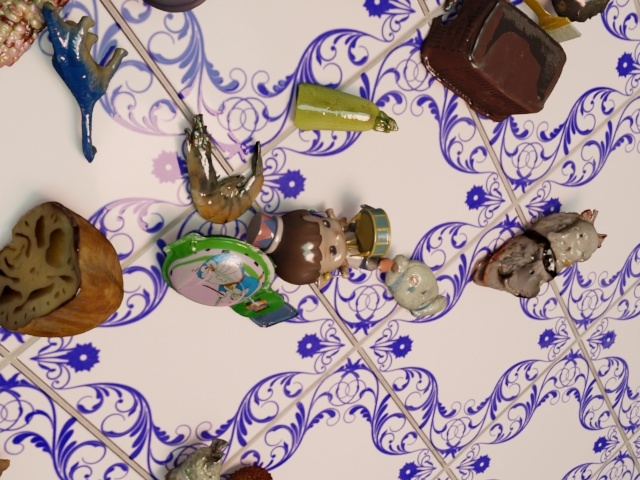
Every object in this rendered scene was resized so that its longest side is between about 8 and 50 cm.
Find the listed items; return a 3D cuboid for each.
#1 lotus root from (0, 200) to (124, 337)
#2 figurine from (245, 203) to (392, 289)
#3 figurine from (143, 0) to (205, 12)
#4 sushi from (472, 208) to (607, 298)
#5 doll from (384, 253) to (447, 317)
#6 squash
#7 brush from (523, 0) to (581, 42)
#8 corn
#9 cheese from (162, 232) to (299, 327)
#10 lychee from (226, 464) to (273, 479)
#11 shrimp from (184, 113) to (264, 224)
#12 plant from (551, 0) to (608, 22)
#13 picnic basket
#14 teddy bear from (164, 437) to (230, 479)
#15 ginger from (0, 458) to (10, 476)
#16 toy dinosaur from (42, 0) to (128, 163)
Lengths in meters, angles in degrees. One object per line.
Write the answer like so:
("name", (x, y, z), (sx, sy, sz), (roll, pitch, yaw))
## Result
("lotus root", (-0.412, 0.056, 1.140), (0.188, 0.199, 0.180), (-21, 159, 19))
("figurine", (-0.003, 0.005, 1.319), (0.275, 0.161, 0.158), (-7, 154, -21))
("figurine", (-0.186, -0.464, 1.035), (0.265, 0.175, 0.197), (-37, 156, -9))
("sushi", (0.514, 0.035, 1.626), (0.332, 0.130, 0.124), (-33, 120, -13))
("doll", (0.205, 0.101, 1.520), (0.103, 0.071, 0.214), (-39, 131, 6))
("squash", (0.050, -0.239, 1.314), (0.200, 0.075, 0.090), (10, 84, -9))
("brush", (0.449, -0.479, 1.443), (0.205, 0.083, 0.011), (35, 71, -26))
("corn", (-0.404, -0.378, 1.015), (0.092, 0.092, 0.280), (38, 91, -33))
("cheese", (-0.159, 0.081, 1.287), (0.203, 0.083, 0.320), (-23, 136, 22))
("lychee", (-0.152, 0.532, 1.452), (0.123, 0.123, 0.129), (38, 62, -33))
("shrimp", (-0.171, -0.133, 1.251), (0.150, 0.051, 0.217), (-23, 125, -23))
("plant", (0.510, -0.567, 1.403), (0.164, 0.142, 0.256), (-37, 117, -13))
("picnic basket", (0.367, -0.373, 1.402), (0.296, 0.129, 0.223), (25, 93, -33))
("teddy bear", (-0.255, 0.475, 1.390), (0.133, 0.111, 0.213), (-32, 144, -64))
("ginger", (-0.594, 0.377, 1.180), (0.122, 0.084, 0.290), (-5, 109, -20))
("toy dinosaur", (-0.373, -0.237, 1.046), (0.075, 0.248, 0.188), (14, 82, 9))
